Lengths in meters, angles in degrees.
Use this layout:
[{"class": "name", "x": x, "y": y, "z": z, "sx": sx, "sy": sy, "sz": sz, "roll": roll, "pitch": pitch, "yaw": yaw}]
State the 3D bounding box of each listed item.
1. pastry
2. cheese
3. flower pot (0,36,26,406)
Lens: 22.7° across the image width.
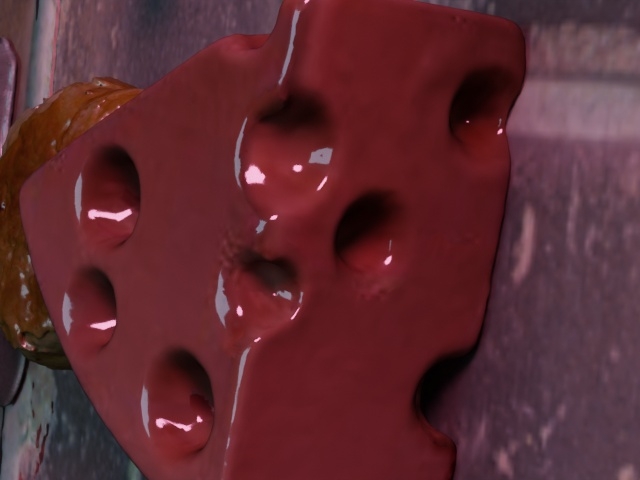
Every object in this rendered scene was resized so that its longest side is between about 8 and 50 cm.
[{"class": "pastry", "x": -0.114, "y": -0.008, "z": 0.793, "sx": 0.153, "sy": 0.081, "sz": 0.153, "roll": -24, "pitch": 59, "yaw": 49}, {"class": "cheese", "x": -0.007, "y": 0.026, "z": 0.632, "sx": 0.203, "sy": 0.128, "sz": 0.177, "roll": -26, "pitch": 69, "yaw": 43}, {"class": "flower pot", "x": -0.241, "y": -0.013, "z": 0.937, "sx": 0.103, "sy": 0.108, "sz": 0.229, "roll": -18, "pitch": 74, "yaw": 49}]
